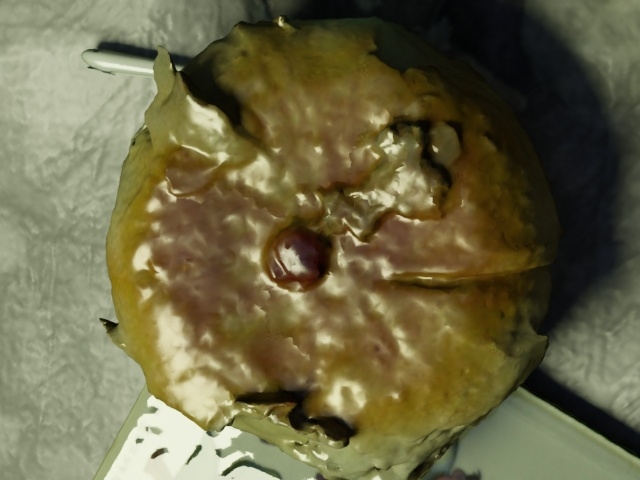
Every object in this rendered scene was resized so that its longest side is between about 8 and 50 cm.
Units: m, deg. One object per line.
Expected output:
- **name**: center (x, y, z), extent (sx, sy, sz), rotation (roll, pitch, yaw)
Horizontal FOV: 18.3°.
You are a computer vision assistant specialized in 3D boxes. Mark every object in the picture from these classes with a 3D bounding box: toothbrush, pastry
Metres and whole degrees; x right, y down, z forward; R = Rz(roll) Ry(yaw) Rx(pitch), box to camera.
- **toothbrush**: center (-0.041, -0.084, 1.137), extent (0.204, 0.017, 0.022), rotation (12, 101, 12)
- **pastry**: center (0.006, 0.000, 1.059), extent (0.257, 0.121, 0.236), rotation (29, 95, 9)

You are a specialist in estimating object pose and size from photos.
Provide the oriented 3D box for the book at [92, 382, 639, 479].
- **book**: center (0.047, 0.189, 1.133), extent (0.371, 0.043, 0.260), rotation (31, 99, 9)
